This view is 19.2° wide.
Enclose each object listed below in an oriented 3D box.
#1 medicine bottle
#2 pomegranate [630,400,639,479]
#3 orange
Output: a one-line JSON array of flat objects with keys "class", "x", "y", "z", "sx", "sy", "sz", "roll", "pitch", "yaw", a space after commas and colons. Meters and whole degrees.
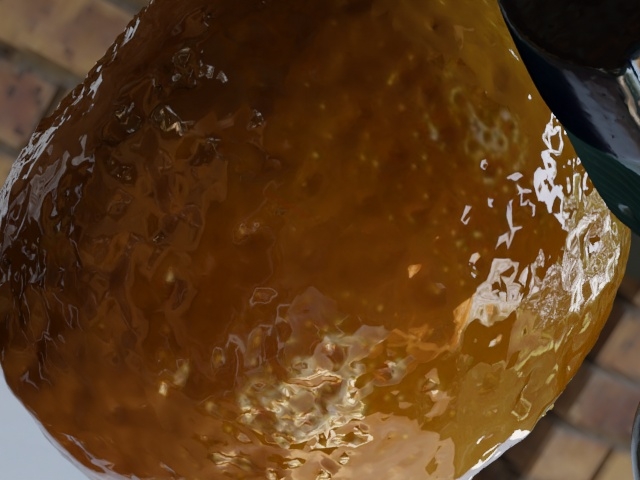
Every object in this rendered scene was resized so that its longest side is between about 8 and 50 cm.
[{"class": "medicine bottle", "x": 0.187, "y": -0.088, "z": 0.680, "sx": 0.079, "sy": 0.258, "sz": 0.124, "roll": 45, "pitch": -22, "yaw": 47}, {"class": "pomegranate", "x": 0.312, "y": 0.164, "z": 1.306, "sx": 0.187, "sy": 0.187, "sz": 0.225, "roll": 38, "pitch": -5, "yaw": 31}, {"class": "orange", "x": 0.000, "y": 0.000, "z": 0.965, "sx": 0.293, "sy": 0.340, "sz": 0.340, "roll": 40, "pitch": 10, "yaw": -9}]
